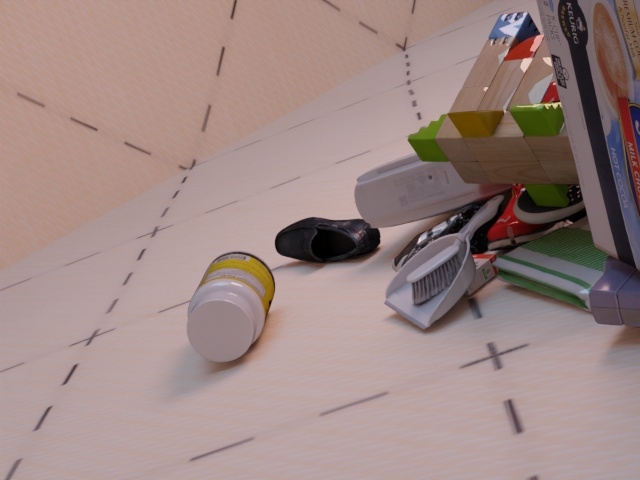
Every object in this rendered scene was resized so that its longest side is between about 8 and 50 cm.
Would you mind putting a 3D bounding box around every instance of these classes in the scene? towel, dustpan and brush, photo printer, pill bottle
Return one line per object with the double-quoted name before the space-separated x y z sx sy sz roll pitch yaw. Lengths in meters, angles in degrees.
"towel" 0.418 -0.005 1.588 0.325 0.038 0.248 -25 16 -16
"dustpan and brush" 0.182 0.019 1.662 0.211 0.060 0.147 -37 23 -10
"photo printer" 0.241 -0.113 1.979 0.256 0.107 0.307 -16 1 42
"pill bottle" -0.138 0.101 1.848 0.119 0.119 0.208 -19 15 11

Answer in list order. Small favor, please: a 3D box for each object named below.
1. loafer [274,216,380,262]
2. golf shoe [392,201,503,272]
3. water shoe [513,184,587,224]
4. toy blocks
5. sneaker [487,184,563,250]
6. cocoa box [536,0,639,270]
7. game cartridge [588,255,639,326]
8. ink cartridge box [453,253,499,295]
"loafer" 0.000 0.000 2.087 0.223 0.076 0.078 -4 15 40
"golf shoe" 0.191 -0.004 1.828 0.198 0.077 0.094 -28 15 -25
"water shoe" 0.358 -0.049 1.712 0.203 0.080 0.073 -22 45 -26
"toy blocks" 0.339 -0.204 1.615 0.381 0.191 0.261 4 55 43
"sneaker" 0.310 -0.071 1.806 0.107 0.118 0.279 -13 17 34
"cocoa box" 0.400 -0.150 1.243 0.231 0.347 0.228 -22 23 -11
"game cartridge" 0.481 -0.007 1.386 0.230 0.068 0.355 6 31 39
"ink cartridge box" 0.219 0.040 1.719 0.115 0.029 0.063 -35 20 -35
